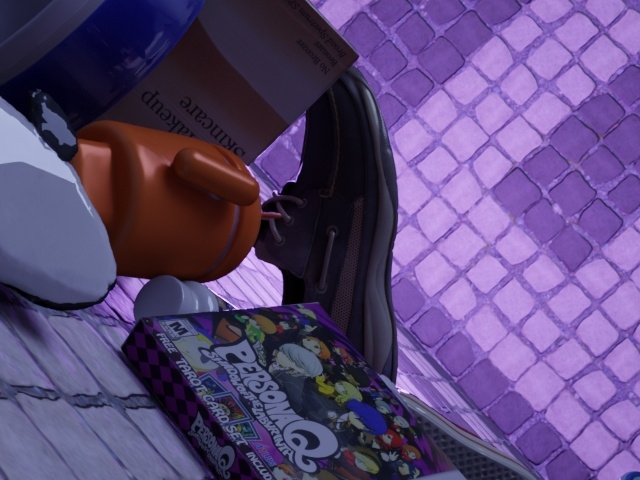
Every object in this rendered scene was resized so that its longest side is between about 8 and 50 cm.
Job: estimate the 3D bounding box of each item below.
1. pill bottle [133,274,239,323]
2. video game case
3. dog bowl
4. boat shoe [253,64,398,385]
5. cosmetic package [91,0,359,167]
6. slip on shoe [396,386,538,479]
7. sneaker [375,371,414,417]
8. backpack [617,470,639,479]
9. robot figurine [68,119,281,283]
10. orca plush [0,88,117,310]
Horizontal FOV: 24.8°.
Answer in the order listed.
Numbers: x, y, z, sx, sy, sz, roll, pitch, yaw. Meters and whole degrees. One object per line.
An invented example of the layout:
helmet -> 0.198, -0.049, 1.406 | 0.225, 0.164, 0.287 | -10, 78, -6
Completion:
pill bottle -> -0.104, 0.074, 1.224 | 0.067, 0.067, 0.120 | 50, 6, 37
video game case -> -0.012, 0.144, 1.129 | 0.210, 0.042, 0.232 | -1, 42, -49
dog bowl -> -0.227, -0.211, 1.335 | 0.104, 0.265, 0.265 | 46, 4, -28
boat shoe -> 0.000, 0.000, 1.434 | 0.132, 0.130, 0.355 | 176, -89, -75
cosmetic package -> -0.126, -0.134, 1.385 | 0.153, 0.296, 0.129 | 42, 7, -22
slip on shoe -> 0.142, 0.256, 1.594 | 0.331, 0.123, 0.101 | 39, 3, -24
sneaker -> 0.032, 0.190, 1.320 | 0.111, 0.103, 0.252 | 50, 14, 21
backpack -> 0.254, 0.346, 1.188 | 0.290, 0.273, 0.355 | 43, -5, -6
robot figurine -> -0.137, -0.029, 1.218 | 0.219, 0.158, 0.128 | 9, 33, -47
orca plush -> -0.265, -0.048, 0.954 | 0.287, 0.102, 0.151 | 32, 56, -30
